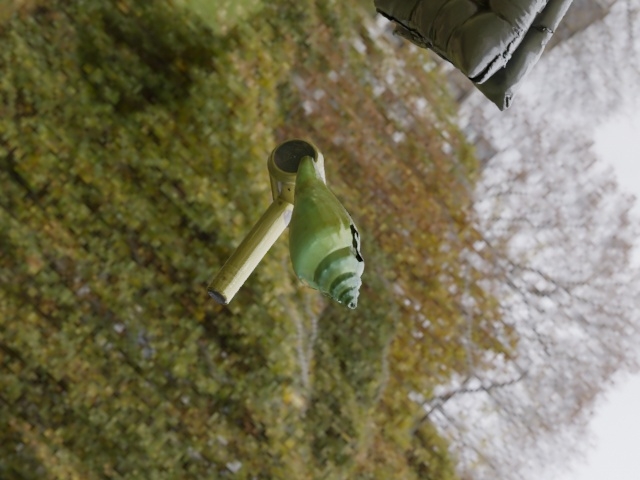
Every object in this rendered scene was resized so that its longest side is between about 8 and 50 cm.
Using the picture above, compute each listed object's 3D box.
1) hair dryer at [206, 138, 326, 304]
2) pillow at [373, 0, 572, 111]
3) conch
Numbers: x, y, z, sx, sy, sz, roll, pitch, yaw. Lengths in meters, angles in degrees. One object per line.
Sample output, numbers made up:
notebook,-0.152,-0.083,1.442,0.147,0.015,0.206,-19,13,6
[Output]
hair dryer,-0.084,-0.022,1.761,0.279,0.090,0.135,-54,158,-27
pillow,0.212,-0.328,1.245,0.326,0.101,0.228,-55,-137,12
conch,0.004,0.000,1.281,0.079,0.095,0.201,-6,-140,-2
